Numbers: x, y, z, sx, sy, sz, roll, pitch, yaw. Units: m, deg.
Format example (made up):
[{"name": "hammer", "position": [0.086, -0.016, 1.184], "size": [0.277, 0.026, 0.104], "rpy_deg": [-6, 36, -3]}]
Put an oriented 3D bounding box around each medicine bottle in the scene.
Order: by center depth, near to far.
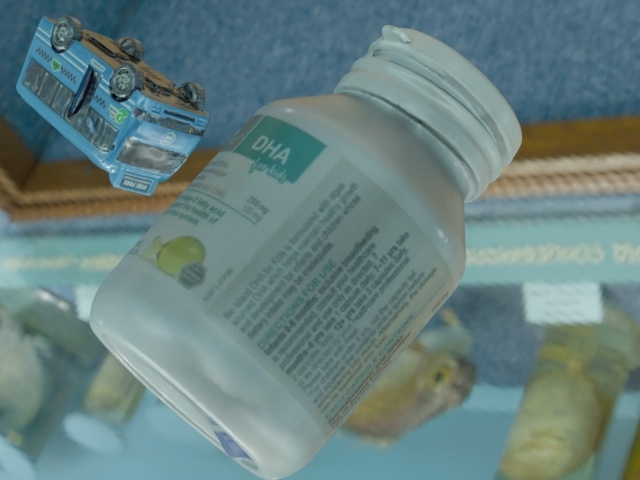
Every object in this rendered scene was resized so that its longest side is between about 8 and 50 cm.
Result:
[{"name": "medicine bottle", "position": [0.000, 0.000, 0.802], "size": [0.135, 0.215, 0.135], "rpy_deg": [38, 167, 10]}]

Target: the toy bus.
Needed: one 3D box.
[{"name": "toy bus", "position": [-0.083, -0.055, 0.634], "size": [0.038, 0.046, 0.083], "rpy_deg": [14, -162, -47]}]
